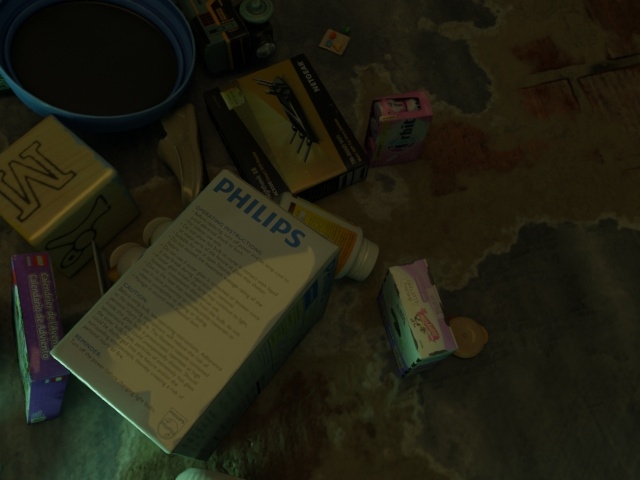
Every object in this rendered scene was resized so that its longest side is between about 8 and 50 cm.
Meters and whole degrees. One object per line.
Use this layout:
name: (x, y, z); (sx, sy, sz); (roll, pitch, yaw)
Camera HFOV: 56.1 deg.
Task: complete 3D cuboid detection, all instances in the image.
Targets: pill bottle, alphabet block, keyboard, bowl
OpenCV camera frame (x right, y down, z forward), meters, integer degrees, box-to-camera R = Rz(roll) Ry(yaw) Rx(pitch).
pill bottle: (0.000, 0.000, 1.155); (0.215, 0.117, 0.117); (25, 68, -13)
alphabet block: (-0.500, -0.080, 1.151); (0.193, 0.192, 0.197); (38, 71, 14)
keyboard: (-0.399, 0.126, 1.132); (0.014, 0.072, 0.255); (-17, 70, -5)
bowl: (-0.457, -0.390, 1.232); (0.392, 0.077, 0.390); (8, 62, -16)

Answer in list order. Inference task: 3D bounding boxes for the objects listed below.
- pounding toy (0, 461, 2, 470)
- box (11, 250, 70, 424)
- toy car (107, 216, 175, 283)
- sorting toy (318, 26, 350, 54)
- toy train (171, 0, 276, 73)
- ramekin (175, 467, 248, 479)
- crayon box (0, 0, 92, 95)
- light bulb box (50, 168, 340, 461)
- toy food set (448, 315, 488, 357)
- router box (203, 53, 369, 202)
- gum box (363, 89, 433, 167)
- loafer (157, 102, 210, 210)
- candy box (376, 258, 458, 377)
pounding toy: (-0.624, 0.404, 0.997); (0.130, 0.100, 0.141); (4, 68, -1)
box: (-0.470, 0.172, 0.996); (0.057, 0.293, 0.200); (-8, 67, -30)
toy car: (-0.304, 0.043, 1.145); (0.182, 0.159, 0.136); (-42, 110, -17)
sorting toy: (0.039, -0.482, 1.425); (0.062, 0.012, 0.083); (22, 69, 7)
toy train: (-0.229, -0.533, 1.364); (0.190, 0.142, 0.333); (-24, 71, -13)
ramekin: (-0.154, 0.440, 0.950); (0.207, 0.207, 0.109); (14, 58, 4)
crayon box: (-0.691, -0.489, 1.352); (0.363, 0.106, 0.313); (-12, 68, -8)
light bulb box: (-0.172, 0.141, 0.982); (0.225, 0.358, 0.361); (36, 70, 10)
toy food set: (0.276, 0.185, 1.160); (0.083, 0.020, 0.083); (37, 72, 12)
router box: (-0.075, -0.223, 1.280); (0.243, 0.081, 0.308); (-26, 71, -11)
gum box: (0.156, -0.228, 1.232); (0.107, 0.188, 0.062); (-10, 69, -7)
loafer: (-0.286, -0.165, 1.245); (0.092, 0.102, 0.268); (-10, 59, -5)
candy box: (0.166, 0.145, 1.078); (0.070, 0.196, 0.164); (-14, 70, -7)
